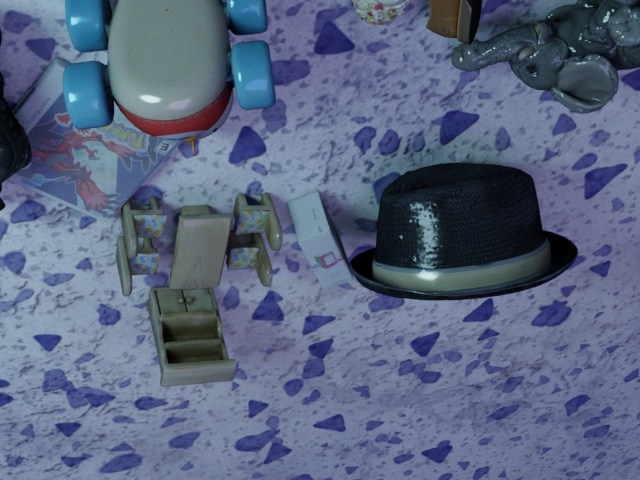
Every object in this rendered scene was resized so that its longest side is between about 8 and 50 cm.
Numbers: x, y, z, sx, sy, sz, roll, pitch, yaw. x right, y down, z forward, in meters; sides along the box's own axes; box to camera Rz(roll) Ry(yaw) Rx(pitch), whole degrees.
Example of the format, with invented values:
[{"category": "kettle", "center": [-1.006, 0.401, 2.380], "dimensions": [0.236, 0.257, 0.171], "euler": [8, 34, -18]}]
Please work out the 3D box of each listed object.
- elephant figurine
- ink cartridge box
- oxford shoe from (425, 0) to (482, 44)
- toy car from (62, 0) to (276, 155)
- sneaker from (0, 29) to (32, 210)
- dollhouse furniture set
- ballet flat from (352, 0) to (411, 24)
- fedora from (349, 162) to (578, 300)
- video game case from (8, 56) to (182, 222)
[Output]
[{"category": "elephant figurine", "center": [0.332, -0.256, 1.310], "dimensions": [0.239, 0.186, 0.169], "euler": [-37, 180, 32]}, {"category": "ink cartridge box", "center": [0.000, 0.000, 1.464], "dimensions": [0.052, 0.088, 0.122], "euler": [-21, 138, 4]}, {"category": "oxford shoe", "center": [0.159, -0.342, 1.193], "dimensions": [0.076, 0.076, 0.212], "euler": [16, 127, 18]}, {"category": "toy car", "center": [-0.160, -0.171, 1.154], "dimensions": [0.219, 0.210, 0.238], "euler": [-7, 150, 0]}, {"category": "sneaker", "center": [-0.389, -0.142, 1.146], "dimensions": [0.124, 0.107, 0.283], "euler": [10, 135, -28]}, {"category": "dollhouse furniture set", "center": [-0.175, 0.069, 1.410], "dimensions": [0.212, 0.161, 0.242], "euler": [-2, 135, -20]}, {"category": "ballet flat", "center": [0.096, -0.344, 1.152], "dimensions": [0.091, 0.077, 0.241], "euler": [8, 131, -15]}, {"category": "fedora", "center": [0.203, -0.027, 1.435], "dimensions": [0.334, 0.334, 0.152], "euler": [-10, 107, -12]}, {"category": "video game case", "center": [-0.304, -0.121, 1.263], "dimensions": [0.201, 0.023, 0.183], "euler": [26, 120, -40]}]
